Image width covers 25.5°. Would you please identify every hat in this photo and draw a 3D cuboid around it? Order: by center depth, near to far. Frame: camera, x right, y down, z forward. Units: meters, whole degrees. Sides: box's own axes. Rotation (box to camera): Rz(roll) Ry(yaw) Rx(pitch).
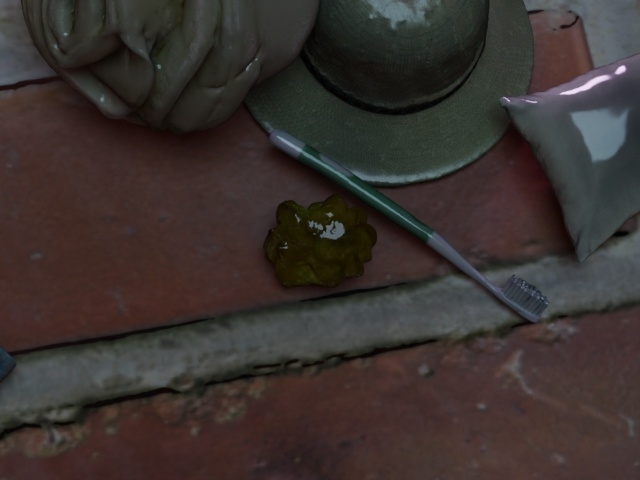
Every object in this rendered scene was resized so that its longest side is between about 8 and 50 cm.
[{"bbox_3d":[0.058,-0.180,1.101,0.257,0.130,0.257,2,75,-8],"label":"hat"}]

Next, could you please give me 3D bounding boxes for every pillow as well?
[{"bbox_3d":[0.283,-0.086,1.131,0.254,0.078,0.144,-19,85,-13],"label":"pillow"}]

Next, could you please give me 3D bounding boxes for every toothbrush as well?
[{"bbox_3d":[0.069,-0.014,1.104,0.257,0.018,0.024,33,116,-1],"label":"toothbrush"}]

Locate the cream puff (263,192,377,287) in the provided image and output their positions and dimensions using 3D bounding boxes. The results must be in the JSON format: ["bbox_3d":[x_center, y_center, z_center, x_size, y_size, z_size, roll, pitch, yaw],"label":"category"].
[{"bbox_3d":[0.000,0.000,1.080,0.083,0.058,0.083,31,75,0],"label":"cream puff"}]

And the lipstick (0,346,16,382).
[{"bbox_3d":[-0.289,0.132,1.012,0.048,0.048,0.158,41,73,4],"label":"lipstick"}]

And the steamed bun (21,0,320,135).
[{"bbox_3d":[-0.130,-0.181,1.031,0.218,0.144,0.211,49,119,0],"label":"steamed bun"}]
